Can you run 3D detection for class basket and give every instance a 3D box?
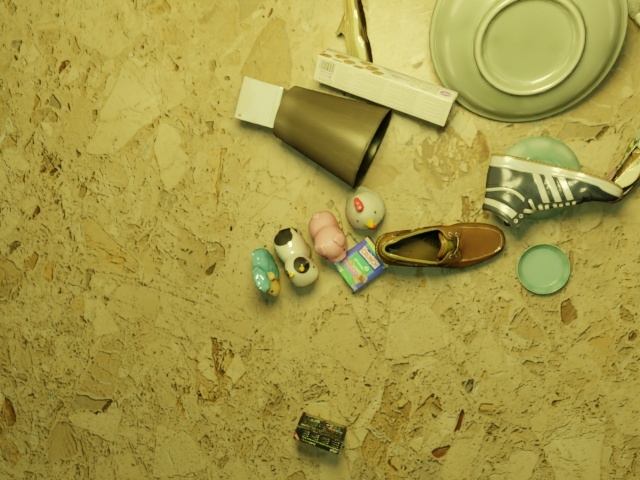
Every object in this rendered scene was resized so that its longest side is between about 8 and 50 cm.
[{"bbox_3d":[0.020,-0.256,1.416,0.227,0.154,0.204,26,79,10],"label":"basket"}]

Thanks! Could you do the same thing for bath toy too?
[{"bbox_3d":[0.000,0.000,1.453,0.348,0.129,0.151,-33,85,10],"label":"bath toy"}]

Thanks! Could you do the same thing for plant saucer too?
[{"bbox_3d":[0.520,0.065,1.439,0.120,0.021,0.119,1,98,9],"label":"plant saucer"},{"bbox_3d":[0.503,-0.142,1.410,0.195,0.037,0.194,1,96,8],"label":"plant saucer"},{"bbox_3d":[0.427,-0.419,1.273,0.401,0.100,0.400,6,125,8],"label":"plant saucer"}]

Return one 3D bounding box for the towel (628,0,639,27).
[{"bbox_3d":[0.859,-0.499,1.305,0.312,0.056,0.324,-40,89,11],"label":"towel"}]

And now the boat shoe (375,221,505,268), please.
[{"bbox_3d":[0.282,0.018,1.412,0.308,0.104,0.110,-8,90,-1],"label":"boat shoe"}]

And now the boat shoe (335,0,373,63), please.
[{"bbox_3d":[0.068,-0.493,1.424,0.072,0.068,0.189,-8,96,21],"label":"boat shoe"}]

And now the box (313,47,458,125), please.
[{"bbox_3d":[0.143,-0.350,1.391,0.324,0.063,0.067,21,129,11],"label":"box"}]

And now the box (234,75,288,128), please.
[{"bbox_3d":[-0.138,-0.324,1.460,0.102,0.087,0.101,17,99,7],"label":"box"}]

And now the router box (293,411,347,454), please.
[{"bbox_3d":[0.000,0.479,1.531,0.123,0.092,0.038,18,99,7],"label":"router box"}]

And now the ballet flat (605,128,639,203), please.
[{"bbox_3d":[0.702,-0.174,1.354,0.077,0.079,0.221,36,100,4],"label":"ballet flat"}]

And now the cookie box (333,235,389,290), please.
[{"bbox_3d":[0.100,0.056,1.492,0.107,0.040,0.091,-37,89,10],"label":"cookie box"}]

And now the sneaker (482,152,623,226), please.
[{"bbox_3d":[0.496,-0.087,1.346,0.283,0.099,0.153,16,94,14],"label":"sneaker"}]
